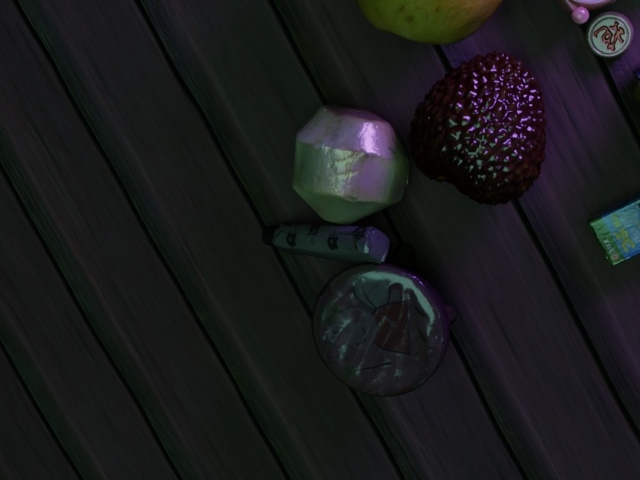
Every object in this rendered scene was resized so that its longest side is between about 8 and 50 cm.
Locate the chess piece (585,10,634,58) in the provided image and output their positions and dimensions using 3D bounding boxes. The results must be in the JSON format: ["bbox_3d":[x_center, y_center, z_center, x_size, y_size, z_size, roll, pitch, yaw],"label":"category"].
[{"bbox_3d":[0.515,-0.366,1.809,0.083,0.038,0.084,4,108,14],"label":"chess piece"}]

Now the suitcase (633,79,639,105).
[{"bbox_3d":[0.663,-0.245,1.721,0.235,0.143,0.194,-37,124,11],"label":"suitcase"}]

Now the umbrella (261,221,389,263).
[{"bbox_3d":[0.000,0.000,1.989,0.337,0.067,0.073,5,149,50],"label":"umbrella"}]

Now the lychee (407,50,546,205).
[{"bbox_3d":[0.295,-0.208,1.827,0.271,0.271,0.271,5,108,16],"label":"lychee"}]

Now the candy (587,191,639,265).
[{"bbox_3d":[0.601,-0.041,1.868,0.194,0.062,0.097,-28,98,22],"label":"candy"}]

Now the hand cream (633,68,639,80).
[{"bbox_3d":[0.662,-0.369,1.756,0.271,0.058,0.091,-41,103,19],"label":"hand cream"}]

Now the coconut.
[{"bbox_3d":[0.055,-0.137,1.936,0.237,0.197,0.237,3,105,12],"label":"coconut"}]

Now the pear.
[{"bbox_3d":[0.193,-0.493,1.726,0.314,0.314,0.314,5,108,16],"label":"pear"}]

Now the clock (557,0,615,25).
[{"bbox_3d":[0.470,-0.476,1.768,0.162,0.093,0.166,-39,91,14],"label":"clock"}]

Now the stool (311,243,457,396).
[{"bbox_3d":[0.130,0.152,2.008,0.272,0.178,0.272,5,108,16],"label":"stool"}]
